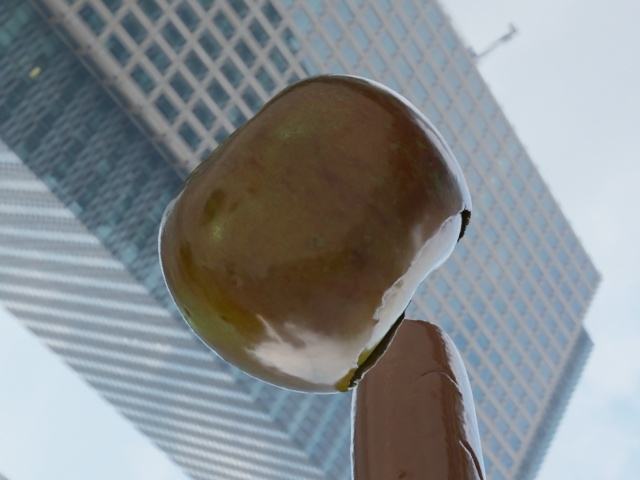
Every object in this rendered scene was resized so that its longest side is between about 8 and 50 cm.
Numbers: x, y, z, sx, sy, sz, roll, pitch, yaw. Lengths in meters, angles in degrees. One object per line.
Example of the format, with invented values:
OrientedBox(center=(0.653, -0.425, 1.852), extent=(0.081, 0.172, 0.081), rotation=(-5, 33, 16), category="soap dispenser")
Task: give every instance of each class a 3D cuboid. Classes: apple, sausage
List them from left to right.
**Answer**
OrientedBox(center=(0.000, 0.000, 0.936), extent=(0.237, 0.207, 0.237), rotation=(-45, -172, 8), category="apple")
OrientedBox(center=(0.087, 0.200, 1.125), extent=(0.121, 0.121, 0.304), rotation=(-23, -144, 19), category="sausage")
